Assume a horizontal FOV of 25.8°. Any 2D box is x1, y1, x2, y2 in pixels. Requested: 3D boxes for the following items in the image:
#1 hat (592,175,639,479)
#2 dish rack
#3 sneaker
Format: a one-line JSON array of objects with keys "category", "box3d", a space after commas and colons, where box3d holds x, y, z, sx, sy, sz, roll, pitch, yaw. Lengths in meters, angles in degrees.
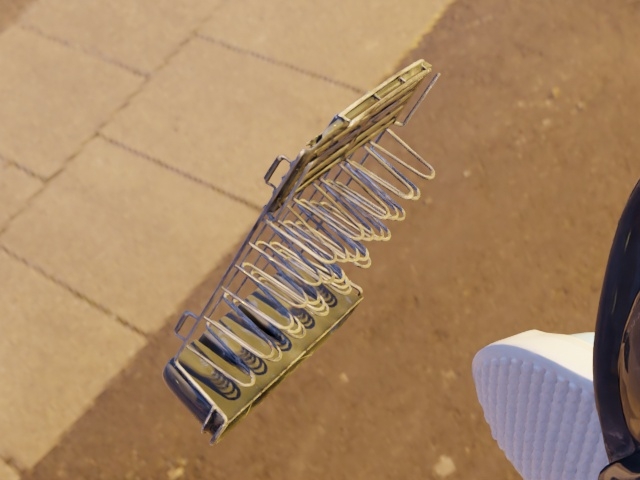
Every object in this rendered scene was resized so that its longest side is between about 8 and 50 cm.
[{"category": "hat", "box3d": [0.165, 0.050, 0.485, 0.134, 0.331, 0.331, -2, 48, 4]}, {"category": "dish rack", "box3d": [0.000, 0.000, 0.979, 0.074, 0.271, 0.208, 39, 38, 8]}, {"category": "sneaker", "box3d": [0.244, 0.110, 0.877, 0.150, 0.135, 0.366, -21, 13, -26]}]
